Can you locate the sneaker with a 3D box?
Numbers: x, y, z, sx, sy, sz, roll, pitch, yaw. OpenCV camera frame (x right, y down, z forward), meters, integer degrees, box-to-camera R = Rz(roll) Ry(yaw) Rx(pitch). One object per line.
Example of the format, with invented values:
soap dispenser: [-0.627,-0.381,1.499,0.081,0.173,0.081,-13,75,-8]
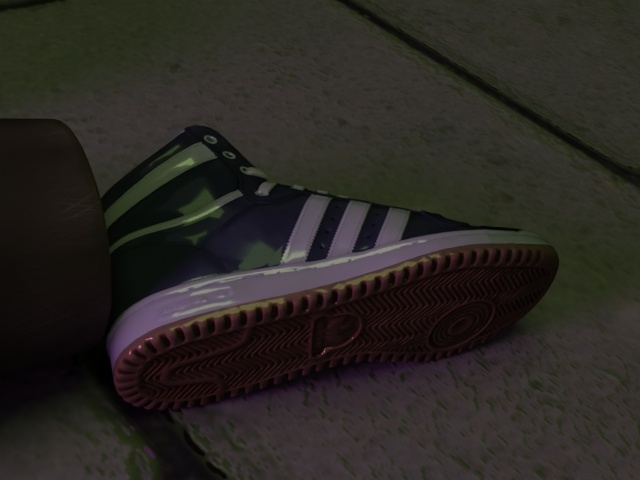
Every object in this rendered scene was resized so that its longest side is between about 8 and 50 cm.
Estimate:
sneaker: [0.000,0.000,0.520,0.282,0.099,0.153,-9,46,-22]

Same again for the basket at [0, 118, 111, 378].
basket: [-0.231,0.013,0.399,0.227,0.154,0.204,-10,36,-33]
